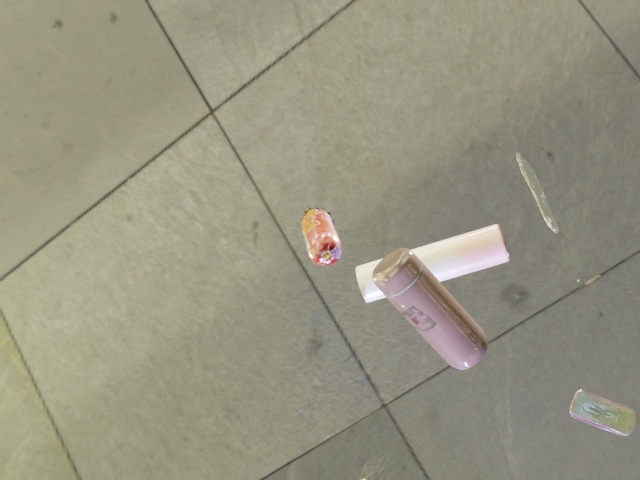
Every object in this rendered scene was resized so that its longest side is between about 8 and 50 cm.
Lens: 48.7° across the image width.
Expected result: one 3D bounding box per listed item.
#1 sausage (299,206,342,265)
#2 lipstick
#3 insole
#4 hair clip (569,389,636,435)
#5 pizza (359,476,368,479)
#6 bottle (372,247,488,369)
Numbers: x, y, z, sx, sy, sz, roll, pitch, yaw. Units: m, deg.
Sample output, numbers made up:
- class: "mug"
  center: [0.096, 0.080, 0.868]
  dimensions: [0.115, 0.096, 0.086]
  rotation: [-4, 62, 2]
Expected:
- class: "sausage"
  center: [0.000, 0.000, 0.867]
  dimensions: [0.050, 0.145, 0.048]
  rotation: [-27, 109, 3]
- class: "lipstick"
  center: [0.245, 0.052, 1.562]
  dimensions: [0.327, 0.087, 0.087]
  rotation: [-17, 81, 11]
- class: "insole"
  center: [0.449, -0.102, 1.474]
  dimensions: [0.011, 0.081, 0.248]
  rotation: [-35, 32, 25]
- class: "hair clip"
  center: [0.511, 0.313, 1.288]
  dimensions: [0.137, 0.022, 0.054]
  rotation: [21, 85, -13]
- class: "pizza"
  center: [0.031, 0.653, 1.556]
  dimensions: [0.087, 0.258, 0.268]
  rotation: [41, 72, 20]
- class: "bottle"
  center: [0.114, 0.071, 0.733]
  dimensions: [0.053, 0.053, 0.140]
  rotation: [-39, 103, 14]
